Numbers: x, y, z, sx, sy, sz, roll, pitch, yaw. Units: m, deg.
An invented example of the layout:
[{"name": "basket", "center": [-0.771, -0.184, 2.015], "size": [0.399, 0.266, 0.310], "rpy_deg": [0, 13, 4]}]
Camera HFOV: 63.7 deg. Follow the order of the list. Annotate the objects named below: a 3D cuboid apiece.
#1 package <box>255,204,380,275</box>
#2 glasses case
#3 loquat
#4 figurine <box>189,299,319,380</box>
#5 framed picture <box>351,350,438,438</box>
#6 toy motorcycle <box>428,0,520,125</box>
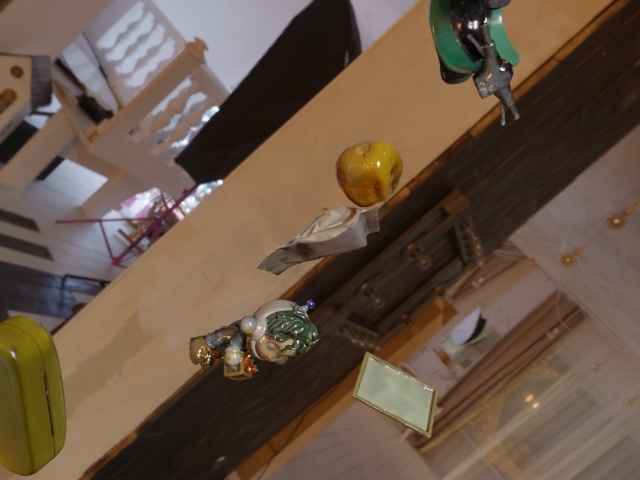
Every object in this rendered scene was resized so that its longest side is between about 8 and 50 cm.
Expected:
[{"name": "package", "center": [0.000, 0.000, 1.037], "size": [0.204, 0.250, 0.062], "rpy_deg": [56, 10, -76]}, {"name": "glasses case", "center": [-0.659, 0.332, 1.137], "size": [0.173, 0.371, 0.141], "rpy_deg": [14, 25, 15]}, {"name": "loquat", "center": [0.094, -0.128, 0.993], "size": [0.137, 0.137, 0.113], "rpy_deg": [45, 7, -41]}, {"name": "figurine", "center": [-0.187, 0.289, 1.488], "size": [0.261, 0.381, 0.186], "rpy_deg": [50, 22, -64]}, {"name": "framed picture", "center": [0.179, 0.359, 1.210], "size": [0.201, 0.010, 0.136], "rpy_deg": [28, 40, -1]}, {"name": "toy motorcycle", "center": [0.103, -0.158, 0.322], "size": [0.173, 0.058, 0.100], "rpy_deg": [84, -5, -55]}]
